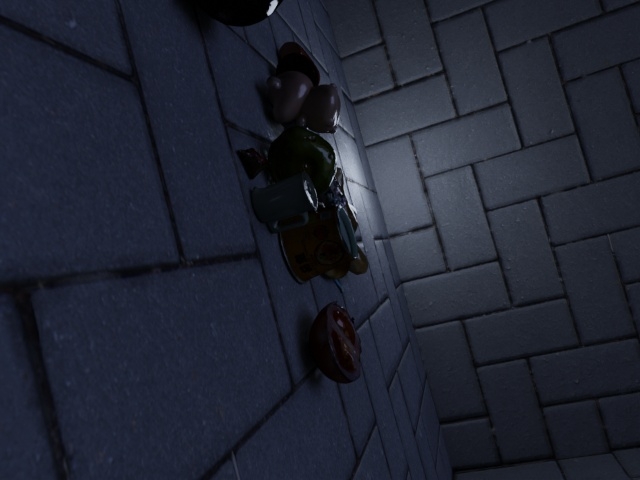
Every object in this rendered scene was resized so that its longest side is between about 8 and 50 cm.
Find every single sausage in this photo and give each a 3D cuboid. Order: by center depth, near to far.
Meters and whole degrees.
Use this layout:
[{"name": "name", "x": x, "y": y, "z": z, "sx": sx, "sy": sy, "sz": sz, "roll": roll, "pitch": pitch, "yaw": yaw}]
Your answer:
[{"name": "sausage", "x": -0.074, "y": -0.679, "z": 1.922, "sx": 0.259, "sy": 0.113, "sz": 0.113, "roll": 21, "pitch": 55, "yaw": -70}]

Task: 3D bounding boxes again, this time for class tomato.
[{"name": "tomato", "x": 0.025, "y": 0.280, "z": 1.326, "sx": 0.199, "sy": 0.112, "sz": 0.228, "roll": 59, "pitch": 21, "yaw": -23}]

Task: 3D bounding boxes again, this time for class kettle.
[{"name": "kettle", "x": -0.087, "y": -0.098, "z": 1.236, "sx": 0.127, "sy": 0.148, "sz": 0.098, "roll": 47, "pitch": 29, "yaw": -57}]

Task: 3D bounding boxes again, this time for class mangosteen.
[{"name": "mangosteen", "x": -0.216, "y": -0.670, "z": 1.151, "sx": 0.297, "sy": 0.313, "sz": 0.297, "roll": -169, "pitch": -90, "yaw": -79}]

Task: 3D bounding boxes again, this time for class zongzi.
[{"name": "zongzi", "x": -0.180, "y": -0.208, "z": 1.225, "sx": 0.083, "sy": 0.067, "sz": 0.073, "roll": 60, "pitch": 23, "yaw": 18}]

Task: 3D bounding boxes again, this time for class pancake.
[{"name": "pancake", "x": 0.038, "y": 0.021, "z": 1.723, "sx": 0.266, "sy": 0.057, "sz": 0.244, "roll": 22, "pitch": 52, "yaw": -69}]

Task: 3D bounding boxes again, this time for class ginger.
[{"name": "ginger", "x": 0.083, "y": -0.074, "z": 1.909, "sx": 0.348, "sy": 0.122, "sz": 0.363, "roll": 53, "pitch": 32, "yaw": -48}]

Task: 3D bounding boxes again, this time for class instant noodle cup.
[{"name": "instant noodle cup", "x": 0.000, "y": 0.000, "z": 1.393, "sx": 0.216, "sy": 0.172, "sz": 0.215, "roll": -17, "pitch": 90, "yaw": -75}]

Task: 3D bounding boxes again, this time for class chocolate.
[{"name": "chocolate", "x": -0.086, "y": -0.575, "z": 1.724, "sx": 0.177, "sy": 0.177, "sz": 0.176, "roll": -16, "pitch": 90, "yaw": -75}]

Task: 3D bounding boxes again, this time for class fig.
[{"name": "fig", "x": -0.055, "y": -0.241, "z": 1.447, "sx": 0.275, "sy": 0.206, "sz": 0.206, "roll": -101, "pitch": 171, "yaw": -72}]

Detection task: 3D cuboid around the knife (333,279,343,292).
[{"name": "knife", "x": 0.065, "y": 0.160, "z": 1.770, "sx": 0.096, "sy": 0.010, "sz": 0.027, "roll": 54, "pitch": 26, "yaw": -46}]

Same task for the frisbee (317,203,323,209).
[{"name": "frisbee", "x": 0.008, "y": -0.036, "z": 1.649, "sx": 0.251, "sy": 0.021, "sz": 0.251, "roll": 48, "pitch": 24, "yaw": -30}]

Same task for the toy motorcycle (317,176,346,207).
[{"name": "toy motorcycle", "x": 0.023, "y": -0.172, "z": 1.677, "sx": 0.239, "sy": 0.108, "sz": 0.204, "roll": 27, "pitch": 25, "yaw": -33}]

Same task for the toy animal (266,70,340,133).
[{"name": "toy animal", "x": -0.046, "y": -0.438, "z": 1.554, "sx": 0.210, "sy": 0.221, "sz": 0.229, "roll": -5, "pitch": 76, "yaw": -83}]
